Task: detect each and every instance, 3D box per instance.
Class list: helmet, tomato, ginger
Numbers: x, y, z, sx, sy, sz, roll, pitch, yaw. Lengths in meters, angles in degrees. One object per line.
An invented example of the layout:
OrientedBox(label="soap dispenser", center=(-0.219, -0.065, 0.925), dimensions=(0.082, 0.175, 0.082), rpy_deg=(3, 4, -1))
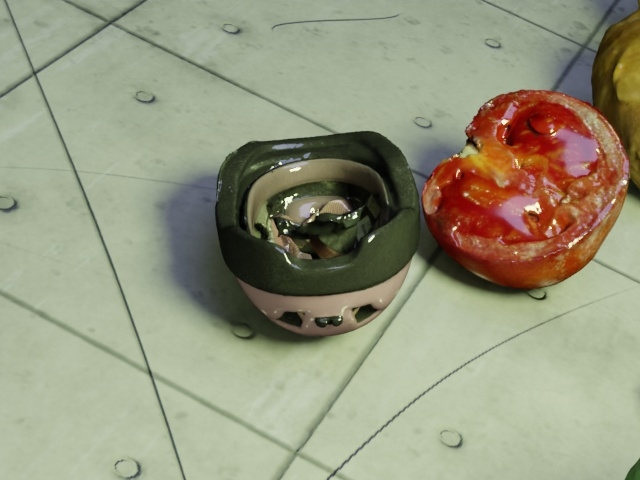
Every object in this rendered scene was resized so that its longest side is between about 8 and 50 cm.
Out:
OrientedBox(label="helmet", center=(0.000, 0.000, 1.387), dimensions=(0.198, 0.154, 0.253), rpy_deg=(-6, 20, -2))
OrientedBox(label="tomato", center=(0.230, -0.039, 1.549), dimensions=(0.200, 0.139, 0.233), rpy_deg=(34, 72, 30))
OrientedBox(label="ginger", center=(0.437, -0.182, 1.779), dimensions=(0.269, 0.200, 0.223), rpy_deg=(-46, 28, -13))

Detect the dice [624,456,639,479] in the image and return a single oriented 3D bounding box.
OrientedBox(label="dice", center=(0.412, 0.276, 1.068), dimensions=(0.330, 0.318, 0.322), rpy_deg=(-11, 45, -36))

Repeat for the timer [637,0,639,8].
OrientedBox(label="timer", center=(0.615, -0.343, 1.937), dimensions=(0.376, 0.376, 0.387), rpy_deg=(14, 31, -8))
